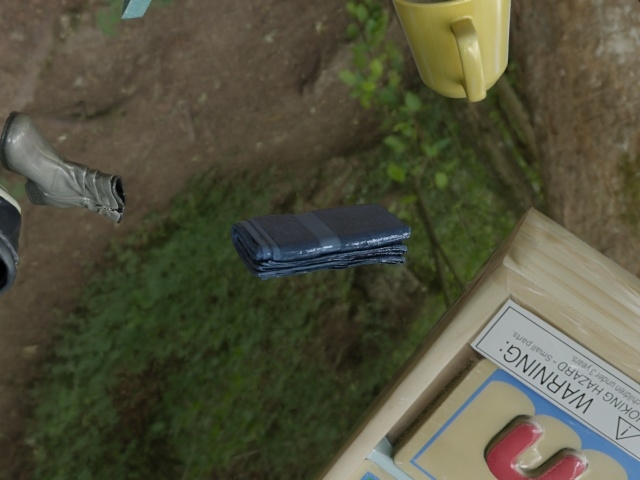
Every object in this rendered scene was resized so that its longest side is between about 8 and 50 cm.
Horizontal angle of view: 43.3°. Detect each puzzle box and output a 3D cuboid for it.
[{"bbox_3d":[0.183,0.202,0.372,0.052,0.409,0.272,-47,170,-50],"label":"puzzle box"}]

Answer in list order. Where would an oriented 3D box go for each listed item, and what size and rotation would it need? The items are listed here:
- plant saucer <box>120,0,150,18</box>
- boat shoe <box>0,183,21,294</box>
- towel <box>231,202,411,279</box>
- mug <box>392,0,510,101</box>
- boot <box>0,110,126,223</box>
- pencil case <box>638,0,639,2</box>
[{"bbox_3d":[-0.138,-0.256,0.668,0.018,0.192,0.067,21,130,-25],"label":"plant saucer"},{"bbox_3d":[-0.529,-0.043,0.942,0.187,0.156,0.500,-26,157,9],"label":"boat shoe"},{"bbox_3d":[0.000,0.000,0.583,0.120,0.067,0.029,-8,118,-21],"label":"towel"},{"bbox_3d":[0.069,-0.107,0.426,0.062,0.078,0.064,11,137,31],"label":"mug"},{"bbox_3d":[-0.384,-0.110,1.248,0.161,0.083,0.246,12,158,3],"label":"boot"},{"bbox_3d":[0.434,-0.379,0.866,0.114,0.124,0.273,0,132,-7],"label":"pencil case"}]
